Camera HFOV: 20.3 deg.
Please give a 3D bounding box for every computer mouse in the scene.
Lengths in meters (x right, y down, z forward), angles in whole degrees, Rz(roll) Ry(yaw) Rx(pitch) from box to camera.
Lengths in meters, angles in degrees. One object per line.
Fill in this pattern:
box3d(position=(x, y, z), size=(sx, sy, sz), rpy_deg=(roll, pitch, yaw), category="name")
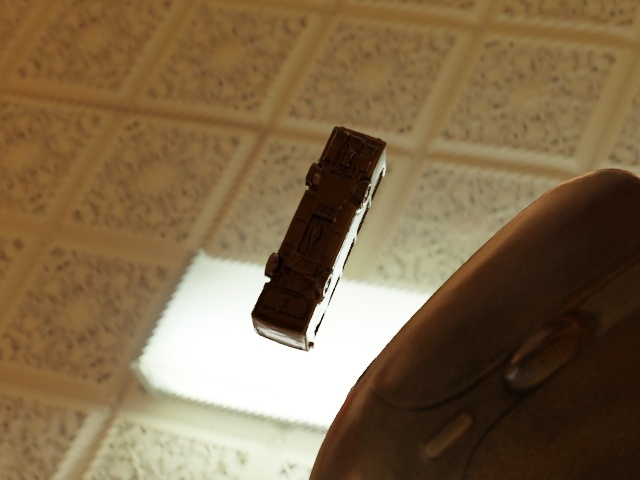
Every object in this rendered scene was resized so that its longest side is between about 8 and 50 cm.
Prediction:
box3d(position=(0.085, 0.074, 0.757), size=(0.379, 0.090, 0.167), rpy_deg=(-57, -131, 28), category="computer mouse")

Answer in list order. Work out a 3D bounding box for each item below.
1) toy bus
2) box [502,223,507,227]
box3d(position=(0.000, 0.000, 1.003), size=(0.037, 0.052, 0.130), rpy_deg=(19, -113, 10), category="toy bus")
box3d(position=(0.215, 0.126, 0.969), size=(0.047, 0.325, 0.180), rpy_deg=(-14, -122, 57), category="box")
